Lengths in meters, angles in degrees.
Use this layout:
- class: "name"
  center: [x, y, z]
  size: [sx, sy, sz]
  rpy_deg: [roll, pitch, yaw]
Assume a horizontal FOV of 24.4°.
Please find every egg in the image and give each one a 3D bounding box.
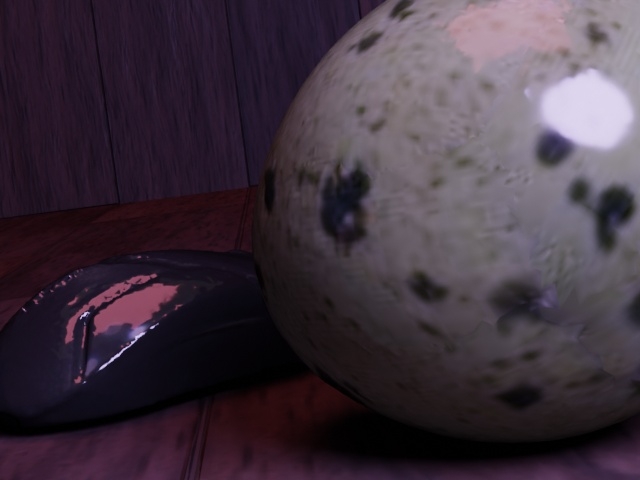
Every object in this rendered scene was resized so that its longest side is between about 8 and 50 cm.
- class: "egg"
  center: [0.063, -0.010, 0.562]
  size: [0.177, 0.177, 0.228]
  rpy_deg: [-11, -8, -35]

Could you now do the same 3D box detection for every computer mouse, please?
- class: "computer mouse"
  center: [-0.082, 0.041, 0.760]
  size: [0.217, 0.074, 0.122]
  rpy_deg: [-10, 5, -43]
